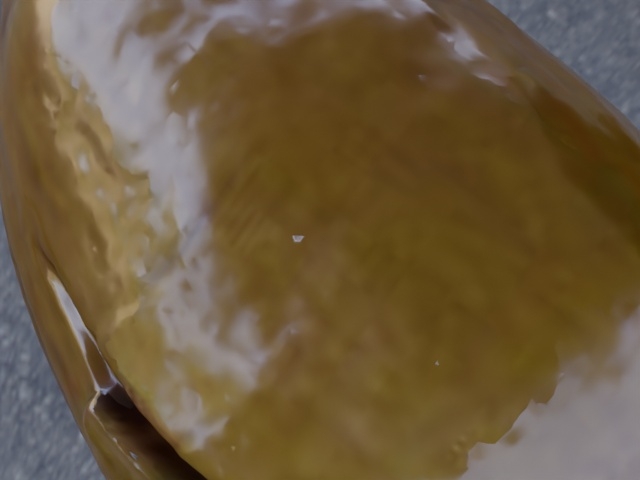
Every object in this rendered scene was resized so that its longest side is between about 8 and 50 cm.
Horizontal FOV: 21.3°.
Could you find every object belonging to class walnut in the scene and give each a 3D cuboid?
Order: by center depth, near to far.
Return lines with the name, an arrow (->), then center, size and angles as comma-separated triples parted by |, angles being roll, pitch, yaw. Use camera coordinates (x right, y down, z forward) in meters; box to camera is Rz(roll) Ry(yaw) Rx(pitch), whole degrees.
walnut -> 0.000, 0.000, 0.560 | 0.209, 0.209, 0.336 | -36, 81, -22
